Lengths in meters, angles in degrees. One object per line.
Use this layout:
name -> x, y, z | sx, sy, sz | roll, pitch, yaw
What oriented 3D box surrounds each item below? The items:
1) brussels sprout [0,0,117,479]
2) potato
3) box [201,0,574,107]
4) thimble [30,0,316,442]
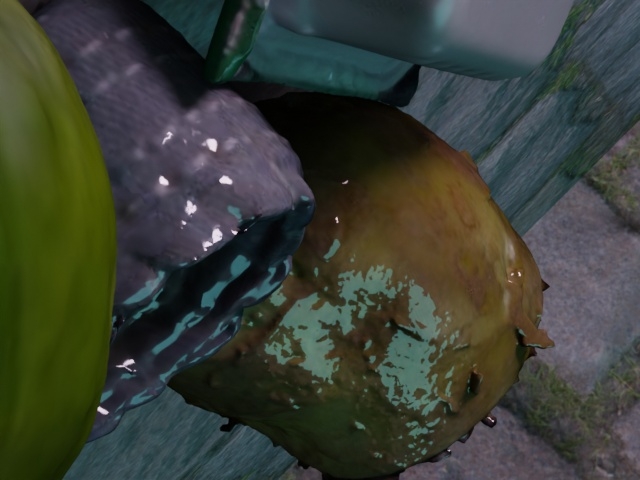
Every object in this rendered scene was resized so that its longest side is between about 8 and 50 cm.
brussels sprout -> -0.218, 0.013, 0.450 | 0.344, 0.268, 0.344 | -20, 179, -1
potato -> 0.000, 0.000, 1.039 | 0.289, 0.301, 0.237 | -48, 149, -24
box -> 0.084, -0.185, 0.844 | 0.264, 0.106, 0.336 | -67, 160, 11
thimble -> -0.130, -0.003, 0.797 | 0.236, 0.172, 0.205 | -36, 161, -22
